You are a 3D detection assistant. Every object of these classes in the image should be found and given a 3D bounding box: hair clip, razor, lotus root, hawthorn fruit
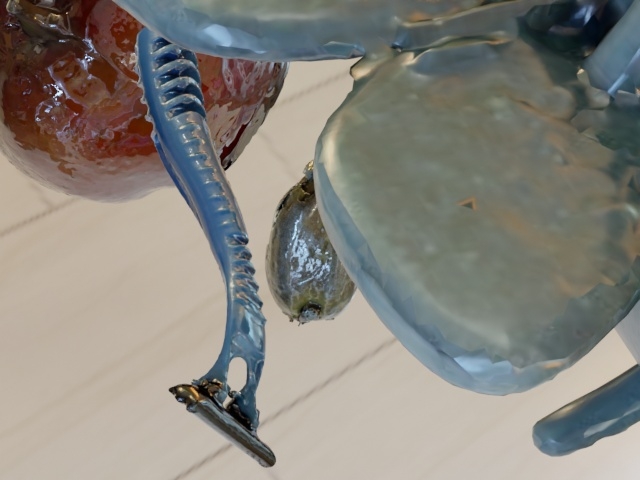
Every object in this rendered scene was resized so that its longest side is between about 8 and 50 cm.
[{"bbox_3d":[0.124,-0.056,0.668,0.392,0.238,0.318,-26,50,-4],"label":"hair clip"},{"bbox_3d":[-0.059,-0.011,0.933,0.082,0.042,0.253,46,23,-51],"label":"razor"},{"bbox_3d":[-0.002,-0.001,1.540,0.088,0.165,0.088,6,31,-4],"label":"lotus root"},{"bbox_3d":[-0.149,-0.125,1.280,0.215,0.215,0.250,57,14,13],"label":"hawthorn fruit"}]
